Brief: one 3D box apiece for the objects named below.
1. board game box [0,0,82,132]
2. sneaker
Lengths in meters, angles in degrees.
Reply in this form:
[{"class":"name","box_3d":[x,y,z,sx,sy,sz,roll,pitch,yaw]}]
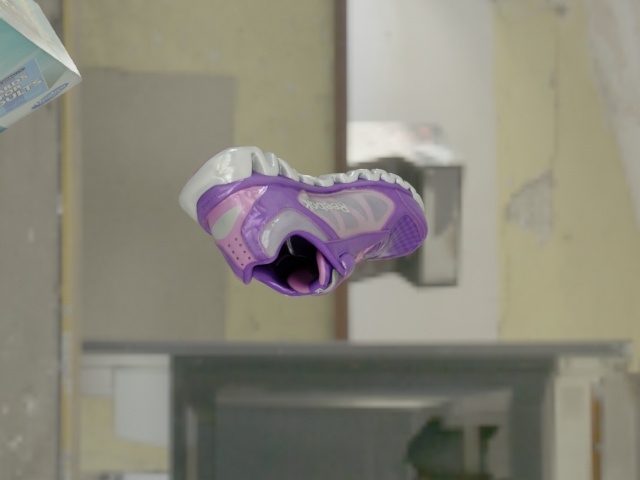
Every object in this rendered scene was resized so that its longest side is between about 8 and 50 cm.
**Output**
[{"class":"board game box","box_3d":[-0.322,-0.099,1.047,0.079,0.254,0.336,58,2,5]},{"class":"sneaker","box_3d":[0.000,0.000,1.213,0.095,0.236,0.104,-47,-126,31]}]
